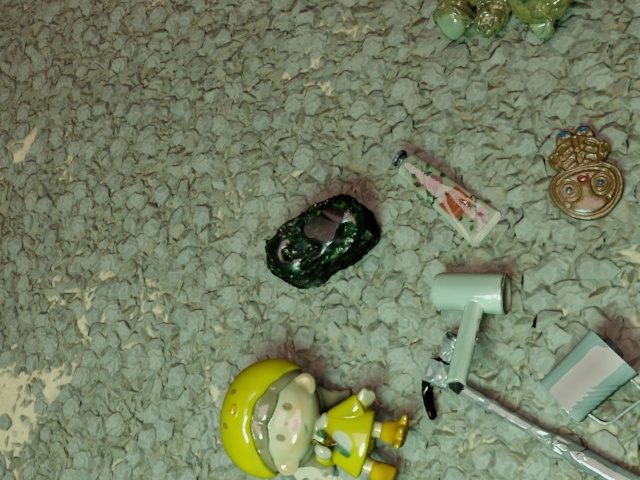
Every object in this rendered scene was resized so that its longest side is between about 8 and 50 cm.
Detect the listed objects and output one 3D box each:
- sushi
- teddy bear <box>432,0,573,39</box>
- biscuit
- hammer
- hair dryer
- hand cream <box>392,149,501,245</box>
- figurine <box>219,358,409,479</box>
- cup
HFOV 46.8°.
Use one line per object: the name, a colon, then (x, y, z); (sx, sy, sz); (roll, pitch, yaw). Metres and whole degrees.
sushi: (0.000, 0.000, 1.432); (0.225, 0.127, 0.124); (-31, 65, 17)
teddy bear: (0.358, -0.490, 1.378); (0.256, 0.156, 0.267); (31, 131, 30)
biscuit: (0.460, -0.118, 1.299); (0.124, 0.026, 0.175); (-15, 70, 21)
hammer: (0.359, 0.307, 1.224); (0.427, 0.044, 0.152); (25, 89, 28)
hair dryer: (0.243, 0.157, 1.264); (0.131, 0.073, 0.236); (0, 52, 27)
hand cream: (0.229, -0.088, 1.396); (0.234, 0.050, 0.080); (42, 93, 22)
figurine: (-0.020, 0.343, 1.324); (0.344, 0.187, 0.215); (15, 74, 22)
cup: (0.441, 0.227, 1.178); (0.129, 0.095, 0.128); (-47, 64, 11)
